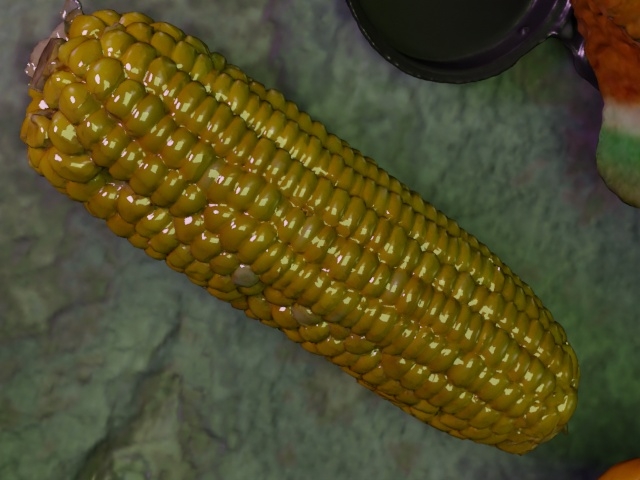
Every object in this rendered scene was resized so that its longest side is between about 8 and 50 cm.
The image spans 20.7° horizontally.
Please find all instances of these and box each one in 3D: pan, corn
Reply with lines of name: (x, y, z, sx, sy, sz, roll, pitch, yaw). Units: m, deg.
pan: (0.102, -0.117, 0.860, 0.235, 0.028, 0.136, 36, 85, -25)
corn: (0.001, 0.000, 0.813, 0.313, 0.102, 0.102, 32, 88, -16)

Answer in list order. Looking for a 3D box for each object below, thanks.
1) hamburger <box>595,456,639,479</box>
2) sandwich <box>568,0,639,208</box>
hamburger: (0.184, 0.224, 0.809, 0.170, 0.246, 0.246, 21, 91, -8)
sandwich: (0.194, -0.077, 0.811, 0.162, 0.250, 0.301, -39, 96, 31)
